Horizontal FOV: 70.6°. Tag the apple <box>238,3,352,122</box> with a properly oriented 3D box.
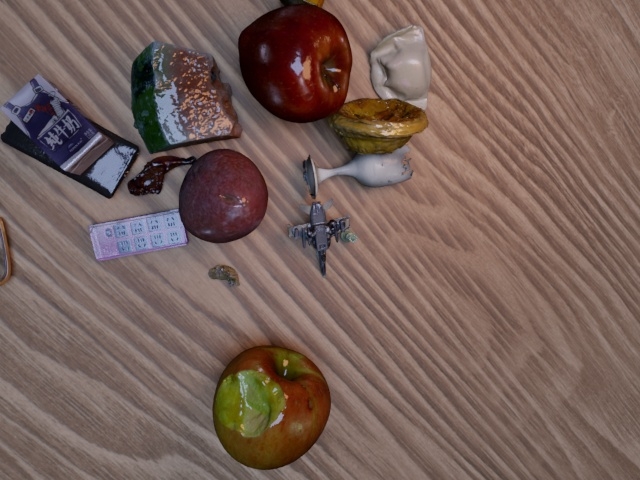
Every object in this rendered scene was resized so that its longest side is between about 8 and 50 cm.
[{"bbox_3d":[-0.065,-0.465,1.192,0.288,0.317,0.288,-25,131,-33],"label":"apple"}]

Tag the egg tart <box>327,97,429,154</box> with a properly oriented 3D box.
[{"bbox_3d":[0.161,-0.323,1.286,0.290,0.290,0.115,-8,123,-9],"label":"egg tart"}]

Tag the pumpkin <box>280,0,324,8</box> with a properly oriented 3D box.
[{"bbox_3d":[-0.035,-0.732,1.277,0.131,0.126,0.248,25,73,-4],"label":"pumpkin"}]

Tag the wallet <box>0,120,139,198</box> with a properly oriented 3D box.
[{"bbox_3d":[-0.682,-0.265,1.247,0.321,0.044,0.170,30,90,-9],"label":"wallet"}]

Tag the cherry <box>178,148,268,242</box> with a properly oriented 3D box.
[{"bbox_3d":[-0.258,-0.116,1.230,0.221,0.307,0.261,20,90,-38],"label":"cherry"}]

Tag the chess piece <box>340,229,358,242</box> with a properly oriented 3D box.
[{"bbox_3d":[0.091,-0.012,1.390,0.042,0.093,0.042,-1,96,-11],"label":"chess piece"}]

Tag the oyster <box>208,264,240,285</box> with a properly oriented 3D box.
[{"bbox_3d":[-0.291,0.112,1.364,0.083,0.038,0.081,-18,101,-9],"label":"oyster"}]

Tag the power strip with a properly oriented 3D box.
[{"bbox_3d":[-0.520,-0.017,1.307,0.279,0.037,0.109,-11,99,-9],"label":"power strip"}]

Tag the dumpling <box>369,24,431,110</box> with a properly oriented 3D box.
[{"bbox_3d":[0.242,-0.503,1.360,0.179,0.131,0.252,-10,121,10],"label":"dumpling"}]

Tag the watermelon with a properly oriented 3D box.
[{"bbox_3d":[-0.379,-0.387,1.231,0.302,0.151,0.264,-9,98,-9],"label":"watermelon"}]

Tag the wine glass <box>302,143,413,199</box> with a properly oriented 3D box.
[{"bbox_3d":[0.112,-0.211,1.350,0.321,0.143,0.143,-11,99,-11],"label":"wine glass"}]

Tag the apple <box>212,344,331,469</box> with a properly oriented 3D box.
[{"bbox_3d":[-0.143,0.474,1.288,0.339,0.339,0.339,-1,97,-10],"label":"apple"}]

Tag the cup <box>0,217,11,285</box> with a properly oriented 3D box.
[{"bbox_3d":[-0.945,0.022,1.184,0.226,0.182,0.264,3,90,-44],"label":"cup"}]

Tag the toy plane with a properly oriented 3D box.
[{"bbox_3d":[0.002,0.004,1.364,0.192,0.088,0.262,-10,109,-7],"label":"toy plane"}]

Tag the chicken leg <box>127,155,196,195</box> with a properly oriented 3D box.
[{"bbox_3d":[-0.458,-0.195,1.293,0.205,0.053,0.093,-37,125,3],"label":"chicken leg"}]

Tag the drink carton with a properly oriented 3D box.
[{"bbox_3d":[-0.678,-0.298,1.175,0.134,0.102,0.222,-45,96,-2],"label":"drink carton"}]
